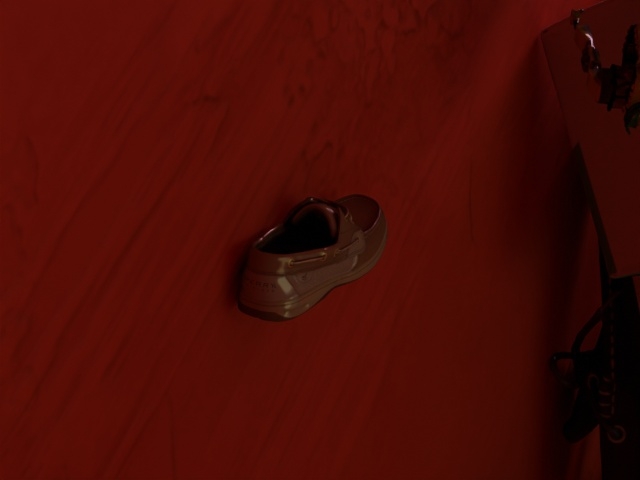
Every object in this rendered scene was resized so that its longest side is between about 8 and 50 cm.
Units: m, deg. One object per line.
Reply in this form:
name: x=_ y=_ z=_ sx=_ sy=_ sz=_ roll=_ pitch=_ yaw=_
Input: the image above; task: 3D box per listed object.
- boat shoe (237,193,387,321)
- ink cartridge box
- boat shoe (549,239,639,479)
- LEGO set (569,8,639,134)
boat shoe: x=0.000 y=0.000 z=1.082 sx=0.135 sy=0.050 sz=0.045 roll=-42 pitch=141 yaw=-53
ink cartridge box: x=0.315 y=-0.086 z=1.495 sx=0.278 sy=0.117 sz=0.201 roll=-4 pitch=76 yaw=-51
boat shoe: x=0.280 y=0.121 z=1.618 sx=0.187 sy=0.156 sz=0.500 roll=-21 pitch=103 yaw=-56
LEGO set: x=0.183 y=-0.246 z=1.270 sx=0.255 sy=0.192 sz=0.331 roll=96 pitch=-1 yaw=-58
